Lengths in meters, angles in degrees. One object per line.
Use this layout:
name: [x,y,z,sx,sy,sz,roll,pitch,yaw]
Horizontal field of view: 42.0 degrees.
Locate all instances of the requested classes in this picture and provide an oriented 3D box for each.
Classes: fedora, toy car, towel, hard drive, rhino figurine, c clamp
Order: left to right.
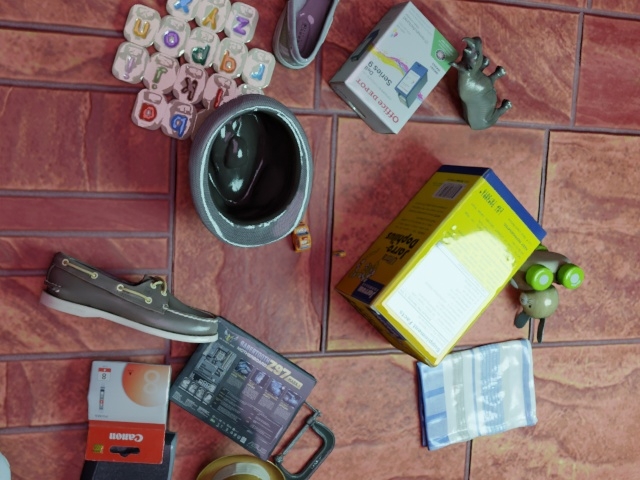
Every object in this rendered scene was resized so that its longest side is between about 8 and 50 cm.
hard drive: [-0.371,0.482,1.580,0.171,0.054,0.255,14,92,-21]
fedora: [-0.157,0.504,1.615,0.194,0.079,0.194,-1,119,-3]
fedora: [-0.142,-0.136,1.534,0.243,0.124,0.276,-19,115,-23]
c clamp: [-0.040,0.419,1.713,0.137,0.022,0.161,39,82,-25]
toy car: [0.000,0.000,1.658,0.121,0.040,0.060,6,95,-20]
rhino figurine: [0.315,-0.315,1.671,0.106,0.073,0.243,-48,142,-12]
towel: [0.348,0.338,1.835,0.284,0.034,0.209,-8,99,-19]
toy car: [0.456,0.118,1.792,0.148,0.155,0.189,-1,110,-20]

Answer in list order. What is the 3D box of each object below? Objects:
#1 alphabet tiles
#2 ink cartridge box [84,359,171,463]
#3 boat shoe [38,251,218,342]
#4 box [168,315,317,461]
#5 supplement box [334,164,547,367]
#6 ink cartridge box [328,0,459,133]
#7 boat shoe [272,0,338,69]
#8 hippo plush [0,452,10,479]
alphabet tiles: [-0.231,-0.323,1.541,0.284,0.021,0.278,16,91,-21]
ink cartridge box: [-0.354,0.313,1.525,0.145,0.045,0.180,4,74,-4]
boat shoe: [-0.333,0.106,1.505,0.324,0.116,0.097,16,91,-10]
box: [-0.150,0.281,1.597,0.232,0.059,0.183,33,86,-2]
supplement box: [0.237,0.042,1.669,0.194,0.195,0.356,45,80,-19]
ink cartridge box: [0.144,-0.336,1.639,0.154,0.093,0.212,42,84,-20]
boat shoe: [-0.008,-0.480,1.558,0.118,0.103,0.321,16,92,-21]
hippo plush: [-0.514,0.494,1.451,0.236,0.294,0.235,23,57,-40]
